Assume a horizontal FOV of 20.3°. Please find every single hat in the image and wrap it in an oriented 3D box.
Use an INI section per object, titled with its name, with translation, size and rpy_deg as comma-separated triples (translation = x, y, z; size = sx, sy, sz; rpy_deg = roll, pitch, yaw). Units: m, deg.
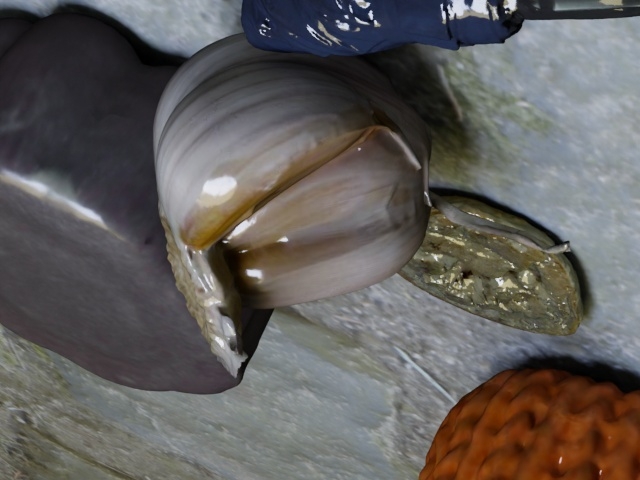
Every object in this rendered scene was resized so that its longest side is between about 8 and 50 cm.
[hat]
translation = 0.138, 0.300, 1.289
size = 0.285, 0.400, 0.285
rpy_deg = 29, 158, 13

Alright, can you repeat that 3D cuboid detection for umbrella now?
[umbrella]
translation = 0.062, -0.130, 0.917
size = 0.248, 0.071, 0.071
rpy_deg = 1, 144, 42

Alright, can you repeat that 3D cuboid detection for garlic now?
[garlic]
translation = 0.000, 0.000, 1.041
size = 0.256, 0.207, 0.207
rpy_deg = 33, 159, 16

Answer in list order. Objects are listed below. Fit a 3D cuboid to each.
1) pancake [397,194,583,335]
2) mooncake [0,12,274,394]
[pancake]
translation = 0.110, 0.018, 1.207
size = 0.158, 0.028, 0.158
rpy_deg = 22, 157, 10
[mooncake]
translation = -0.155, -0.023, 1.269
size = 0.306, 0.154, 0.306
rpy_deg = 25, 158, 11
